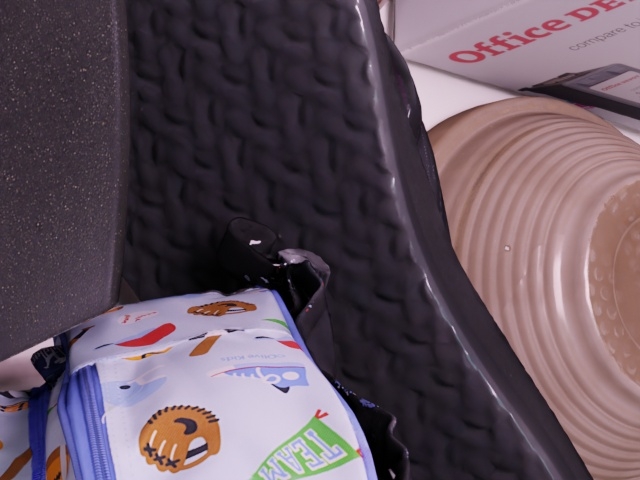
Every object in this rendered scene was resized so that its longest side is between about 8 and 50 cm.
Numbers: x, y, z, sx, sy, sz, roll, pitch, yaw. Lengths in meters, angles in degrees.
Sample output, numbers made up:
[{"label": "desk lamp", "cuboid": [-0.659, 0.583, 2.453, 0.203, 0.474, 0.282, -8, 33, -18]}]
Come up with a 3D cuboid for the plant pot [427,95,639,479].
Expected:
[{"label": "plant pot", "cuboid": [0.146, 0.034, 0.937, 0.237, 0.110, 0.237, 8, 77, -36]}]

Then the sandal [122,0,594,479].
[{"label": "sandal", "cuboid": [-0.001, 0.002, 0.829, 0.445, 0.167, 0.107, 65, 21, -9]}]

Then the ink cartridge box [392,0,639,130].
[{"label": "ink cartridge box", "cuboid": [0.221, -0.148, 0.955, 0.306, 0.226, 0.131, 11, 73, -33]}]

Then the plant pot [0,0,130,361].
[{"label": "plant pot", "cuboid": [-0.180, -0.031, 0.676, 0.188, 0.187, 0.167, -25, 107, -37]}]

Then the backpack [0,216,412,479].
[{"label": "backpack", "cuboid": [-0.051, 0.148, 0.662, 0.213, 0.263, 0.276, -12, 98, -16]}]

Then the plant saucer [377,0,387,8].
[{"label": "plant saucer", "cuboid": [-0.028, -0.179, 0.902, 0.168, 0.029, 0.168, 8, 76, -36]}]
